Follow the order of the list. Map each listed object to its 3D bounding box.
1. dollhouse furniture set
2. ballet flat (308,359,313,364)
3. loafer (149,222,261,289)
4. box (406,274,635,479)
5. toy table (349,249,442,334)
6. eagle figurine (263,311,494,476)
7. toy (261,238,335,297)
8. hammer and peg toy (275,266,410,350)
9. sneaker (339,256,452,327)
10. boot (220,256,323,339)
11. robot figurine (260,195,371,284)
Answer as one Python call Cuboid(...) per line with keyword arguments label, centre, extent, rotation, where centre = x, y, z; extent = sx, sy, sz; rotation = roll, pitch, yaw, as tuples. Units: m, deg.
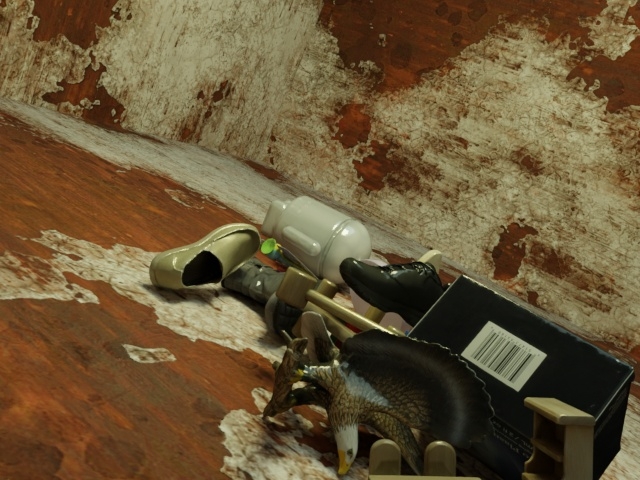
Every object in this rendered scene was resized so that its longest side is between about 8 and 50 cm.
Cuboid(label="dollhouse furniture set", centre=(0.182, 0.274, 0.768), extent=(0.242, 0.160, 0.212), rotation=(3, -3, -3))
Cuboid(label="ballet flat", centre=(-0.005, 0.234, 1.180), extent=(0.041, 0.041, 0.114), rotation=(23, -1, -1))
Cuboid(label="loafer", centre=(-0.220, 0.042, 1.346), extent=(0.092, 0.101, 0.269), rotation=(23, 36, 40))
Cuboid(label="box", centre=(0.311, 0.259, 1.046), extent=(0.296, 0.183, 0.294), rotation=(32, -21, 37))
Cuboid(label="toy table", centre=(0.201, 0.140, 1.599), extent=(0.161, 0.252, 0.274), rotation=(1, 32, -23))
Cuboid(label="eagle figurine", centre=(0.072, 0.241, 0.964), extent=(0.299, 0.225, 0.226), rotation=(11, 0, -7))
Cuboid(label="toy", centre=(-0.076, 0.082, 1.632), extent=(0.137, 0.056, 0.237), rotation=(21, -22, 43))
Cuboid(label="hammer and peg toy", centre=(0.071, 0.186, 1.206), extent=(0.266, 0.127, 0.361), rotation=(33, 3, 41))
Cuboid(label="sneaker", centre=(0.158, 0.086, 1.273), extent=(0.286, 0.130, 0.109), rotation=(29, 5, -32))
Cuboid(label="boot", centre=(-0.123, 0.115, 1.408), extent=(0.223, 0.118, 0.338), rotation=(19, 3, 12))
Cuboid(label="robot figurine", centre=(0.000, 0.000, 1.894), extent=(0.354, 0.199, 0.300), rotation=(27, 17, 21))
